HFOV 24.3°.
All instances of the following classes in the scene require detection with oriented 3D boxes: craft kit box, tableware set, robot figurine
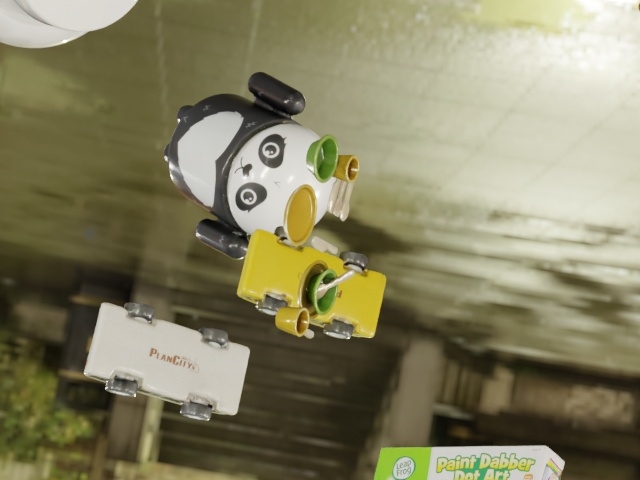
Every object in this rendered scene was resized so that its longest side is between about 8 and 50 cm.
[{"bbox_3d":[0.159,0.373,1.818,0.250,0.246,0.061,-8,142,37],"label":"craft kit box"},{"bbox_3d":[0.000,0.000,1.149,0.024,0.154,0.104,12,171,27],"label":"tableware set"},{"bbox_3d":[-0.103,-0.105,2.068,0.174,0.209,0.278,-30,-143,-26],"label":"robot figurine"}]

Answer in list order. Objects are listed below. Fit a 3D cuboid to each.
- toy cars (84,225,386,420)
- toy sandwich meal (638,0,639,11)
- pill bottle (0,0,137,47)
[{"bbox_3d":[-0.101,0.095,1.705,0.394,0.176,0.087,-27,-173,-32],"label":"toy cars"},{"bbox_3d":[0.304,-0.231,1.310,0.029,0.085,0.086,-9,160,44],"label":"toy sandwich meal"},{"bbox_3d":[-0.278,-0.268,1.270,0.182,0.181,0.323,18,-176,-42],"label":"pill bottle"}]
